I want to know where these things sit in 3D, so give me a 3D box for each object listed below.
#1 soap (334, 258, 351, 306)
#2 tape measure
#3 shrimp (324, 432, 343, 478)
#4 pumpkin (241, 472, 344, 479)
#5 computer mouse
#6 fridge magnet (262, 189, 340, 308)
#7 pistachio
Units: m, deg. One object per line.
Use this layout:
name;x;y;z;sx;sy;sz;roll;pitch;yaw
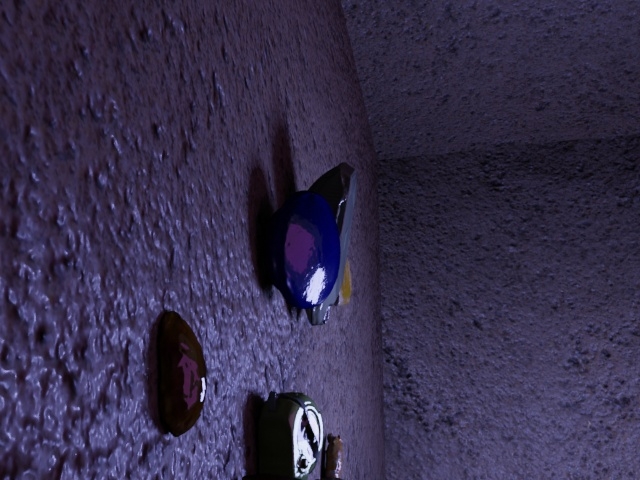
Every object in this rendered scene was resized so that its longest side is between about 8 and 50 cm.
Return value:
soap;0.040;0.119;2.078;0.257;0.080;0.160;12;74;-78
tape measure;-0.063;0.392;1.365;0.175;0.106;0.200;4;80;-65
shrimp;0.031;0.637;1.932;0.132;0.052;0.187;103;-3;-56
pumpkin;0.004;0.522;1.166;0.095;0.258;0.290;-58;-142;24
computer mouse;-0.004;0.002;1.757;0.228;0.145;0.429;67;32;-79
fridge magnet;-0.037;0.020;1.527;0.265;0.113;0.265;0;90;-61
pistachio;-0.186;0.183;0.952;0.089;0.049;0.173;33;54;-77
